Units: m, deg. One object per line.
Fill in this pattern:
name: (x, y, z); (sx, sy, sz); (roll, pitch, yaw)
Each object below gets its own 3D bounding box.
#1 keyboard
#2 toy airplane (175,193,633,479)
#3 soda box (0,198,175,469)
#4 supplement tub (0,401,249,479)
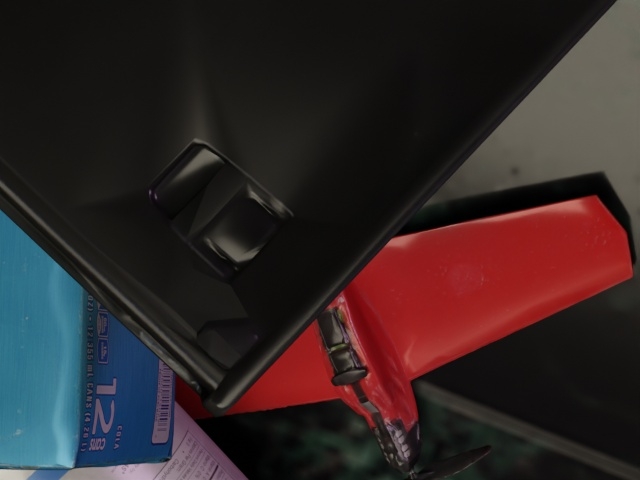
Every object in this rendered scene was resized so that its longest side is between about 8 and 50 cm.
keyboard: (0.075, -0.094, 0.385); (0.201, 0.033, 0.317); (43, 89, 11)
toy airplane: (0.000, 0.000, 0.500); (0.151, 0.028, 0.151); (4, 109, 13)
soda box: (-0.073, -0.055, 0.442); (0.071, 0.067, 0.210); (0, 85, 13)
supplement tub: (-0.046, 0.083, 0.510); (0.071, 0.071, 0.107); (-37, 102, 20)
